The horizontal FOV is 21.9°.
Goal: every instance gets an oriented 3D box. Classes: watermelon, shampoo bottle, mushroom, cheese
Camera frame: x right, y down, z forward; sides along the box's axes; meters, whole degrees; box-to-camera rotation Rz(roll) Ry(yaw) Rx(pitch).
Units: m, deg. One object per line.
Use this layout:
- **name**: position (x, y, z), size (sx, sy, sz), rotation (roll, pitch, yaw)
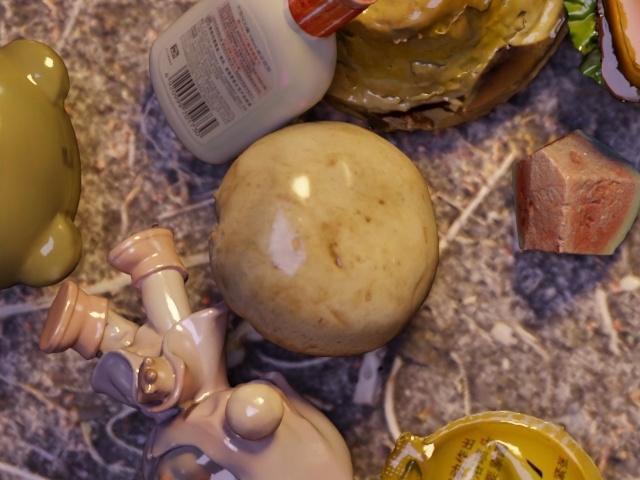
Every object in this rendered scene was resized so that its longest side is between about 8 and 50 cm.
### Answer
- **watermelon**: position (0.176, -0.028, 1.124), size (0.092, 0.072, 0.085), rotation (-10, 103, 9)
- **shampoo bottle**: position (-0.038, -0.133, 1.131), size (0.221, 0.051, 0.108), rotation (-29, 84, 49)
- **mushroom**: position (0.000, 0.000, 1.133), size (0.127, 0.166, 0.166), rotation (-32, 77, 53)
- **cheese**: position (0.155, 0.208, 1.122), size (0.250, 0.064, 0.157), rotation (26, 95, 5)

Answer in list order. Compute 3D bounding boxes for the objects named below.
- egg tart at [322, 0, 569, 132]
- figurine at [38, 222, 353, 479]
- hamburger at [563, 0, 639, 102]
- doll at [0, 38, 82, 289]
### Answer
- **egg tart**: position (0.062, -0.195, 1.145), size (0.241, 0.106, 0.241), rotation (0, 90, 17)
- **figurine**: position (-0.075, 0.124, 1.144), size (0.276, 0.133, 0.200), rotation (53, 140, 6)
- **hamburger**: position (0.229, -0.172, 1.102), size (0.137, 0.087, 0.166), rotation (-7, 85, 4)
- **doll**: position (-0.295, -0.045, 1.199), size (0.260, 0.161, 0.177), rotation (-5, 85, 17)
